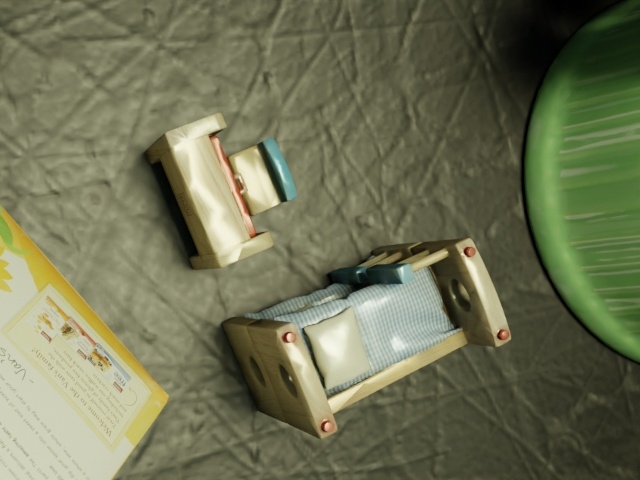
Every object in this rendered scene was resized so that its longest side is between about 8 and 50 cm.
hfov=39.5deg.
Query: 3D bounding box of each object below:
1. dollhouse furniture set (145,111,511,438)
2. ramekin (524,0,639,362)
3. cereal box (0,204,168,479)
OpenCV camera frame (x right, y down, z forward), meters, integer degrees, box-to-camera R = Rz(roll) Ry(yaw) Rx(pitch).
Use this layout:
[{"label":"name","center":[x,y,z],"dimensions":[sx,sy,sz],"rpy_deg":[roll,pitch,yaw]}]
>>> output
[{"label":"dollhouse furniture set","center":[0.000,0.000,0.533],"dimensions":[0.129,0.129,0.183],"rpy_deg":[-25,96,-20]},{"label":"ramekin","center":[0.315,-0.050,0.640],"dimensions":[0.303,0.148,0.303],"rpy_deg":[1,87,-20]},{"label":"cereal box","center":[-0.187,0.088,0.424],"dimensions":[0.173,0.047,0.240],"rpy_deg":[52,28,-10]}]
